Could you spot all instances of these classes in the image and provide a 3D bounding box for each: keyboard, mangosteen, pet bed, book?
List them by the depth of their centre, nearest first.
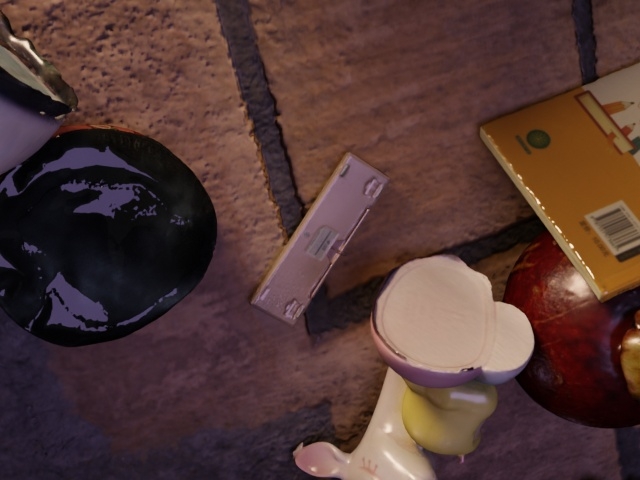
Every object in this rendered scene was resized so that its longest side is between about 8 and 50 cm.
[{"bbox_3d":[-0.186,-0.004,0.937,0.201,0.053,0.201,-9,114,-21],"label":"pet bed"},{"bbox_3d":[0.000,0.000,1.040,0.055,0.017,0.166,31,96,-25],"label":"keyboard"},{"bbox_3d":[0.324,-0.081,1.048,0.295,0.208,0.020,-22,148,-14],"label":"book"},{"bbox_3d":[0.287,0.082,1.055,0.215,0.257,0.215,-6,108,-20],"label":"mangosteen"}]

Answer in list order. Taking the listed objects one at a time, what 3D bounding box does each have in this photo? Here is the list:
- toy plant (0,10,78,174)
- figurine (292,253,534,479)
[{"bbox_3d":[-0.346,-0.035,0.763,0.247,0.247,0.332,36,96,-30],"label":"toy plant"},{"bbox_3d":[0.086,0.216,1.029,0.206,0.284,0.316,-2,123,-21],"label":"figurine"}]
